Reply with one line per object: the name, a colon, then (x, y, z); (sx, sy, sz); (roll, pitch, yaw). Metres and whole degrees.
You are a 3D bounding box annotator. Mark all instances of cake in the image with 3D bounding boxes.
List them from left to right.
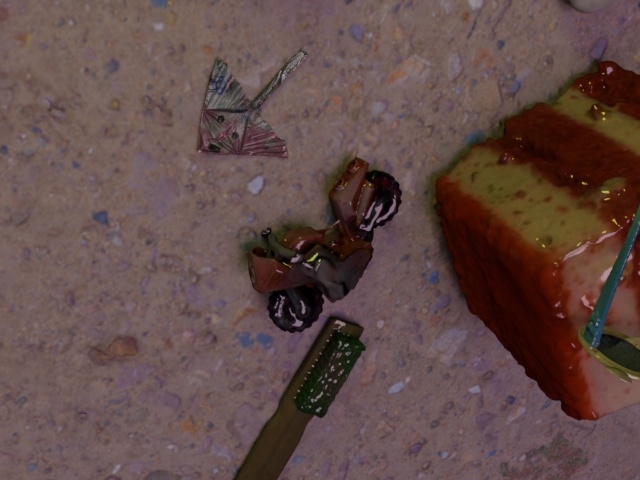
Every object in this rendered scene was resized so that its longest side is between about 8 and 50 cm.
cake: (0.331, -0.003, 0.918); (0.319, 0.269, 0.270); (-31, 123, -6)

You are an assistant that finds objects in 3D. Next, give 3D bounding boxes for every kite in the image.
kite: (-0.066, -0.137, 0.836); (0.152, 0.005, 0.137); (-38, 126, -3)

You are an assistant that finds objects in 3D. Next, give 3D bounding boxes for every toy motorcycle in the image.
toy motorcycle: (0.000, 0.000, 0.889); (0.118, 0.084, 0.212); (38, 89, -32)

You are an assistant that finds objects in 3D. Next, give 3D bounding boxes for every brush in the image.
brush: (-0.028, 0.224, 1.011); (0.054, 0.048, 0.282); (23, 105, -28)

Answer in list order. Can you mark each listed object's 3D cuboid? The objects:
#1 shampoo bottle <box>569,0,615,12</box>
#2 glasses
shampoo bottle: (0.277, -0.355, 0.851); (0.108, 0.051, 0.221); (-37, 124, 0)
glasses: (0.338, 0.022, 0.756); (0.190, 0.088, 0.220); (3, 95, -15)
